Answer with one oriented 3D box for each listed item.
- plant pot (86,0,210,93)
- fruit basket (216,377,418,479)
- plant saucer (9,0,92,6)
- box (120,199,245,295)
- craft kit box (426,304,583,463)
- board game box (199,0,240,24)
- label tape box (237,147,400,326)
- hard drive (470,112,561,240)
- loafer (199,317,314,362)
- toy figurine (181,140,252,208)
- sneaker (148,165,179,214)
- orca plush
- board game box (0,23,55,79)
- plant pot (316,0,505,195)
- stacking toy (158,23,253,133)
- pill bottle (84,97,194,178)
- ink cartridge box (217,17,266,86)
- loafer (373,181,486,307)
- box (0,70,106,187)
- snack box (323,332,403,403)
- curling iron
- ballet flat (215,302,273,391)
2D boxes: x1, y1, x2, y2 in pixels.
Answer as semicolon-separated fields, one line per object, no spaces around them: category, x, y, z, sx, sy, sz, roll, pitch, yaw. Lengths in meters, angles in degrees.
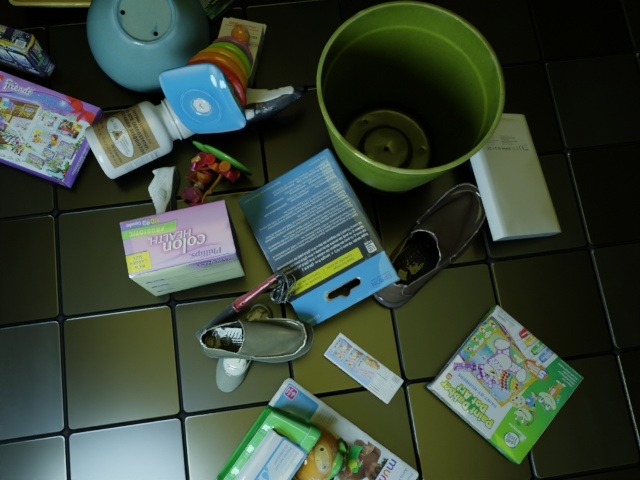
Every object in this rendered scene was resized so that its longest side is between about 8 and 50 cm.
plant pot;-0.398;-0.498;1.447;0.290;0.195;0.290;-1;95;-12
fruit basket;-0.021;0.515;1.282;0.353;0.165;0.327;36;77;3
plant saucer;-0.598;-0.723;1.599;0.333;0.081;0.332;-1;76;-4
box;-0.285;0.022;1.347;0.214;0.243;0.117;-13;78;-5
craft kit box;0.412;0.317;1.406;0.250;0.061;0.246;40;80;7
board game box;-0.257;-0.660;1.626;0.126;0.026;0.186;44;79;8
label tape box;0.000;0.000;1.411;0.241;0.106;0.333;-29;79;6
hard drive;0.449;-0.155;1.489;0.203;0.040;0.307;-4;75;-31
loafer;-0.139;0.210;1.311;0.251;0.087;0.094;-7;77;7
toy figurine;-0.270;-0.131;1.464;0.173;0.130;0.159;29;86;27
sneaker;-0.372;-0.102;1.476;0.061;0.053;0.152;1;70;7
orca plush;-0.166;-0.317;1.518;0.287;0.102;0.151;-16;52;4
board game box;-0.742;-0.459;1.495;0.170;0.141;0.048;18;78;2
plant pot;0.168;-0.262;1.381;0.367;0.353;0.366;1;77;-2
stacking toy;-0.217;-0.397;1.435;0.166;0.175;0.302;-2;47;24
pill bottle;-0.414;-0.249;1.464;0.229;0.131;0.131;-27;79;-9
ink cartridge box;-0.202;-0.485;1.568;0.104;0.061;0.181;11;76;0
loafer;0.267;0.005;1.434;0.134;0.130;0.366;39;78;7
box;-0.691;-0.269;1.494;0.293;0.057;0.201;21;77;3
snack box;0.096;0.287;1.413;0.178;0.022;0.064;37;78;6
curling iron;-0.169;0.149;1.370;0.274;0.035;0.068;-29;68;18
ballet flat;-0.173;0.233;1.390;0.072;0.068;0.213;26;77;4
